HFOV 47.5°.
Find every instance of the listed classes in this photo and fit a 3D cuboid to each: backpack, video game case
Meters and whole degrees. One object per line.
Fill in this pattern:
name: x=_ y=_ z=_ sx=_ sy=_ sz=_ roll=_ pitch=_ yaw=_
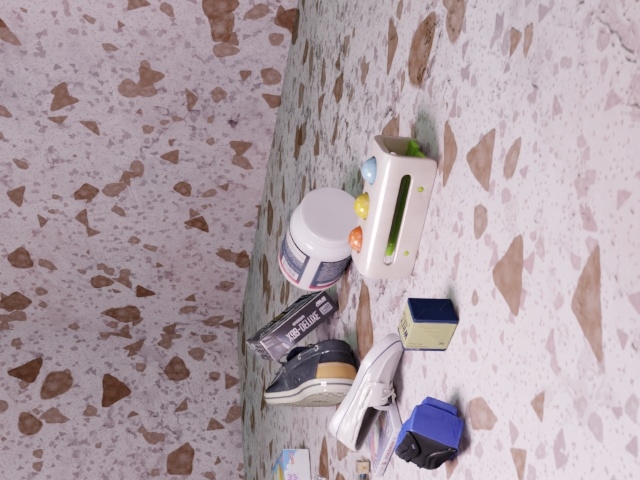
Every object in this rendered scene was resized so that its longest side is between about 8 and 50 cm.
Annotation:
backpack: x=0.190 y=0.339 z=1.263 sx=0.120 sy=0.098 sz=0.101 roll=108 pitch=-170 yaw=-47
video game case: x=0.133 y=0.398 z=1.647 sx=0.201 sy=0.023 sz=0.183 roll=-102 pitch=20 yaw=-48

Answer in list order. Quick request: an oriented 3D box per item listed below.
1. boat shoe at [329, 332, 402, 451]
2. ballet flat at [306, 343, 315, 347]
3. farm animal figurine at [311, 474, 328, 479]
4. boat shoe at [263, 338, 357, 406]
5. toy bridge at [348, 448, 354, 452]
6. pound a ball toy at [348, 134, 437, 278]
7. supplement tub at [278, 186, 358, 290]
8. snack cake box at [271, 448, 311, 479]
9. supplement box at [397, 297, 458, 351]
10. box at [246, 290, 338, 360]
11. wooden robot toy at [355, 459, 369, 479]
boat shoe: x=0.114 y=0.326 z=1.543 sx=0.088 sy=0.096 sz=0.267 roll=36 pitch=99 yaw=35
ballet flat: x=-0.027 y=0.414 z=2.289 sx=0.070 sy=0.070 sz=0.188 roll=-110 pitch=25 yaw=-60
farm animal figurine: x=0.040 y=0.747 z=1.633 sx=0.327 sy=0.172 sz=0.330 roll=-123 pitch=34 yaw=-63
boat shoe: x=-0.029 y=0.379 z=2.024 sx=0.500 sy=0.187 sz=0.156 roll=137 pitch=136 yaw=-63
toy bridge: x=0.093 y=0.412 z=1.710 sx=0.063 sy=0.026 sz=0.188 roll=-103 pitch=21 yaw=-56
pound a ball toy: x=0.124 y=-0.066 z=1.546 sx=0.208 sy=0.136 sz=0.319 roll=-110 pitch=27 yaw=-59
supplement tub: x=0.000 y=0.000 z=1.946 sx=0.272 sy=0.191 sz=0.191 roll=115 pitch=155 yaw=-57
snack cake box: x=-0.100 y=0.807 z=2.420 sx=0.264 sy=0.089 sz=0.152 roll=111 pitch=159 yaw=-55
supplement box: x=0.192 y=0.152 z=1.311 sx=0.056 sy=0.083 sz=0.083 roll=-100 pitch=17 yaw=-48
box: x=-0.092 y=0.260 z=2.205 sx=0.076 sy=0.242 sz=0.307 roll=53 pitch=165 yaw=-2
wooden robot toy: x=0.074 y=0.609 z=1.727 sx=0.076 sy=0.079 sz=0.173 roll=-131 pitch=45 yaw=-72
